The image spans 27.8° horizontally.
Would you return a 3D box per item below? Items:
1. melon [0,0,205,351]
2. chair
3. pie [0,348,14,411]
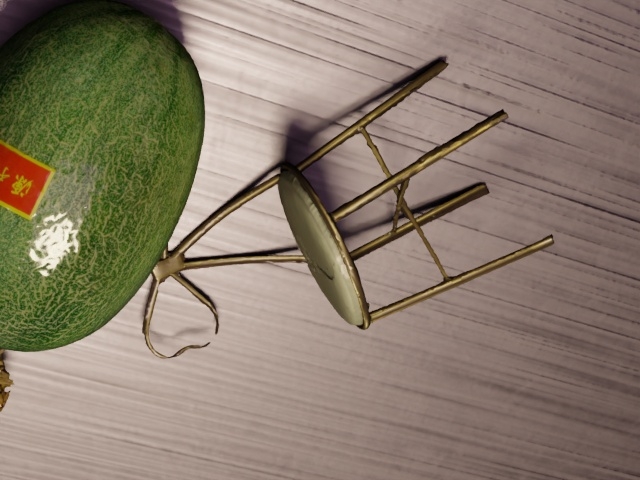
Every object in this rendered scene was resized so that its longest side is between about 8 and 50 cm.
[{"bbox_3d":[-0.192,-0.037,0.948,0.182,0.182,0.288,23,93,-21],"label":"melon"},{"bbox_3d":[0.000,0.000,1.035,0.325,0.170,0.160,-26,120,-7],"label":"chair"},{"bbox_3d":[-0.349,0.134,1.058,0.163,0.079,0.193,29,107,-18],"label":"pie"}]
